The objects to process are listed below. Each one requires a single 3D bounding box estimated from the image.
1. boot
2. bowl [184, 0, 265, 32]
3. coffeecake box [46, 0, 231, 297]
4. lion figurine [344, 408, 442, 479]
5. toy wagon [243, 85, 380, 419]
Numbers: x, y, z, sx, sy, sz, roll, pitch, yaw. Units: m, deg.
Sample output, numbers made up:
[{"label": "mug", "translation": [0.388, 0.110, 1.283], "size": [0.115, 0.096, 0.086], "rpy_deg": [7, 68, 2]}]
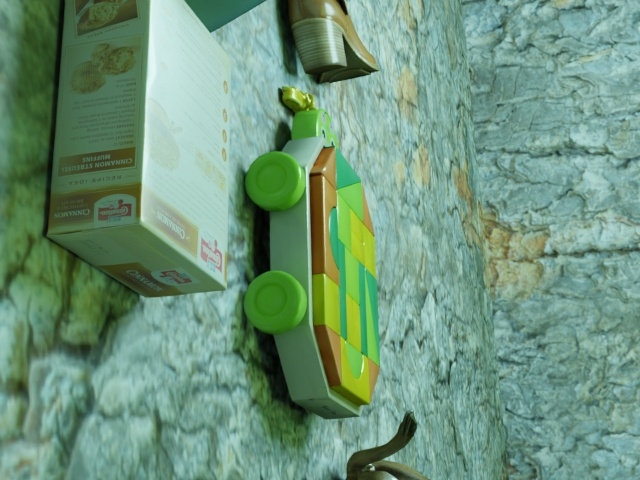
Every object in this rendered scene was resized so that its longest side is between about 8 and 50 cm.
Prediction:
[{"label": "boot", "translation": [0.013, -0.263, 1.318], "size": [0.197, 0.073, 0.152], "rpy_deg": [-3, 83, -76]}, {"label": "bowl", "translation": [-0.073, -0.308, 0.874], "size": [0.311, 0.163, 0.311], "rpy_deg": [-6, 90, -75]}, {"label": "coffeecake box", "translation": [-0.118, -0.070, 0.791], "size": [0.142, 0.068, 0.185], "rpy_deg": [48, 39, -64]}, {"label": "lion figurine", "translation": [0.106, 0.349, 1.246], "size": [0.240, 0.142, 0.392], "rpy_deg": [0, -71, 66]}, {"label": "toy wagon", "translation": [0.000, 0.000, 1.168], "size": [0.267, 0.068, 0.344], "rpy_deg": [46, 40, -65]}]
